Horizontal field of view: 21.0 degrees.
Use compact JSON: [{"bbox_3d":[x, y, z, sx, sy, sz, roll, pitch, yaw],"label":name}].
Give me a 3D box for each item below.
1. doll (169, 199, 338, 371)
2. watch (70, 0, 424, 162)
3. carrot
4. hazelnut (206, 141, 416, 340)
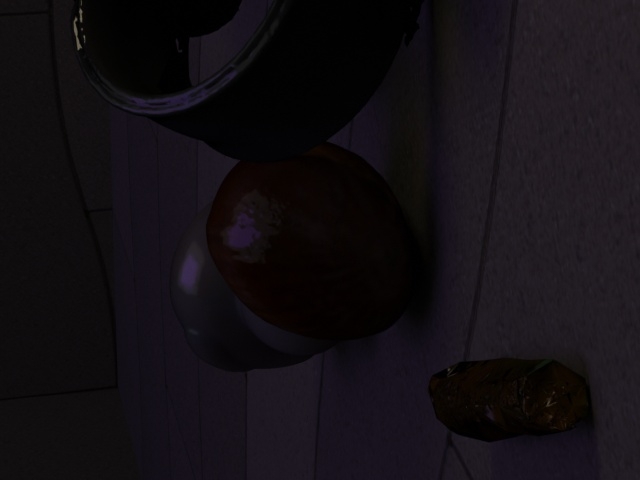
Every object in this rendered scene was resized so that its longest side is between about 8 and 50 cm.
[{"bbox_3d":[-0.040,0.055,1.874,0.251,0.221,0.221,65,-172,-54],"label":"doll"},{"bbox_3d":[-0.071,-0.258,1.541,0.335,0.314,0.327,-51,54,14],"label":"watch"},{"bbox_3d":[0.139,0.121,1.328,0.228,0.069,0.069,158,106,-75],"label":"carrot"},{"bbox_3d":[0.000,0.000,1.626,0.176,0.214,0.214,-59,3,-18],"label":"hazelnut"}]
